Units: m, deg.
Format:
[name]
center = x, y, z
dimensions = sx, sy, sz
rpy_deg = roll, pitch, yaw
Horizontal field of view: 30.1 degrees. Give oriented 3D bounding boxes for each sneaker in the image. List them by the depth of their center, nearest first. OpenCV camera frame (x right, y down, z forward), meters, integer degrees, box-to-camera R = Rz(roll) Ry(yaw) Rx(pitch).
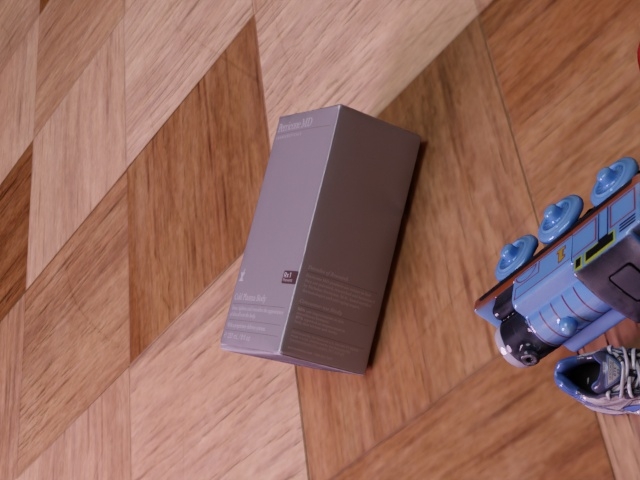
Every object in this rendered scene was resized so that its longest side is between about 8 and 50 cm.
[sneaker]
center = 0.209, 0.094, 0.782
dimensions = 0.135, 0.058, 0.052
rpy_deg = -14, 62, 53

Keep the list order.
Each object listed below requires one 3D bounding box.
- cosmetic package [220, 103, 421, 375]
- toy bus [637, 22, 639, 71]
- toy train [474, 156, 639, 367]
[cosmetic package]
center = 0.000, 0.000, 1.120
dimensions = 0.127, 0.107, 0.238
rpy_deg = -5, 72, 59
[toy bus]
center = 0.258, -0.059, 0.679
dimensions = 0.104, 0.191, 0.202
rpy_deg = -19, 87, 20
[toy train]
center = 0.184, 0.020, 0.821
dimensions = 0.184, 0.080, 0.105
rpy_deg = -43, 17, 37
